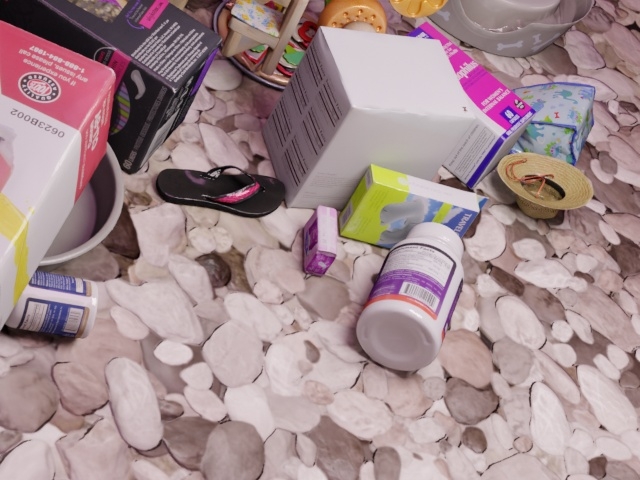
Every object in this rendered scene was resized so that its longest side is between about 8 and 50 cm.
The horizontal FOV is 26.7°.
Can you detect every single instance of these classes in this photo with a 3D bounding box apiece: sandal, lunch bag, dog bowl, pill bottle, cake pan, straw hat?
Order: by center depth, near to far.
[{"bbox_3d":[-0.310,0.067,1.484,0.120,0.067,0.067,12,47,-22],"label":"pill bottle"},{"bbox_3d":[-0.378,-0.073,1.580,0.293,0.054,0.293,16,46,-17],"label":"cake pan"},{"bbox_3d":[0.122,0.065,1.714,0.108,0.108,0.193,31,42,-3],"label":"pill bottle"},{"bbox_3d":[-0.122,-0.070,1.739,0.179,0.040,0.067,4,50,-28],"label":"sandal"},{"bbox_3d":[0.323,-0.067,1.988,0.144,0.061,0.144,9,37,-7],"label":"straw hat"},{"bbox_3d":[0.335,-0.182,2.079,0.151,0.096,0.129,11,39,19],"label":"lunch bag"},{"bbox_3d":[0.287,-0.452,2.287,0.348,0.102,0.349,16,46,-18],"label":"dog bowl"}]

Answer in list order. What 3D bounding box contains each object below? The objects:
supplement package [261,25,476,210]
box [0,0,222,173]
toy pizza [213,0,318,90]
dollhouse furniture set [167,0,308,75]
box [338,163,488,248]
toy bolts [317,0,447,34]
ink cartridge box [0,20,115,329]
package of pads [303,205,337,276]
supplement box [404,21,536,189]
[{"bbox_3d":[0.060,-0.157,1.808,0.194,0.203,0.149,2,51,-30],"label":"supplement package"},{"bbox_3d":[-0.289,-0.241,1.703,0.270,0.165,0.143,33,43,1],"label":"box"},{"bbox_3d":[-0.061,-0.299,1.991,0.201,0.032,0.201,17,45,-18],"label":"toy pizza"},{"bbox_3d":[-0.157,-0.489,1.897,0.362,0.256,0.394,24,34,-8],"label":"dollhouse furniture set"},{"bbox_3d":[0.126,-0.032,1.803,0.178,0.109,0.042,15,42,-19],"label":"box"},{"bbox_3d":[0.101,-0.372,1.927,0.218,0.228,0.158,-8,40,-8],"label":"toy bolts"},{"bbox_3d":[-0.417,-0.050,1.384,0.279,0.160,0.385,24,57,-1],"label":"ink cartridge box"},{"bbox_3d":[0.000,0.000,1.742,0.032,0.050,0.083,16,45,-18],"label":"package of pads"},{"bbox_3d":[0.188,-0.201,1.994,0.220,0.114,0.111,40,44,9],"label":"supplement box"}]
